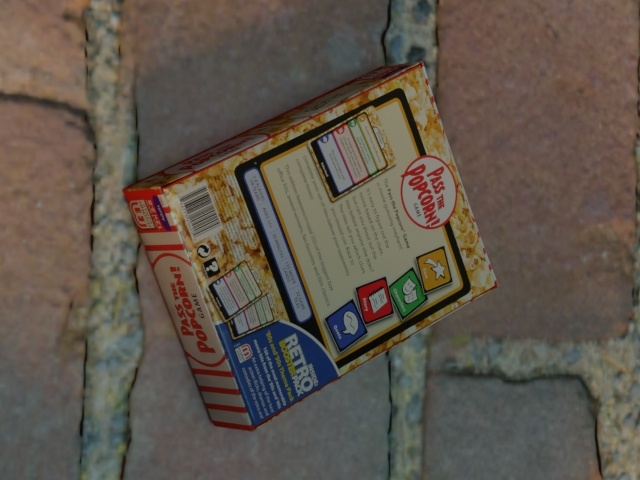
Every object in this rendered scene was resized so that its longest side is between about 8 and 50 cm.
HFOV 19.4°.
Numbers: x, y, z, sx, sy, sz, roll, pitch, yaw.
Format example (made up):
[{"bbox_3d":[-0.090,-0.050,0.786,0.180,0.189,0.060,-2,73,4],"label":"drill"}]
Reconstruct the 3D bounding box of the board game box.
[{"bbox_3d":[0.000,0.000,1.067,0.193,0.045,0.146,-27,105,-32],"label":"board game box"}]
